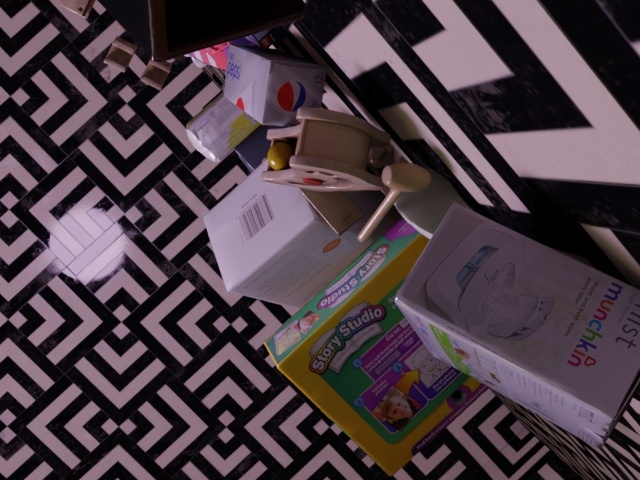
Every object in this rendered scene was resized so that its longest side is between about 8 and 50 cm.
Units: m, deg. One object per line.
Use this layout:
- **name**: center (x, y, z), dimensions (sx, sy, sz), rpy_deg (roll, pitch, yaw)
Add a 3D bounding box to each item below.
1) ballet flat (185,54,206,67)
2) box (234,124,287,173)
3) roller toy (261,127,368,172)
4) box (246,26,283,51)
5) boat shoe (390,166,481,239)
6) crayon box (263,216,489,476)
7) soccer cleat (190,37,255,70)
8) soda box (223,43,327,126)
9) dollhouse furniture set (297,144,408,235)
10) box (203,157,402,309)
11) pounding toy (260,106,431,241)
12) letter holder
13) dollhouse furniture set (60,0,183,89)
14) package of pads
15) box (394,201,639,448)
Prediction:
- **ballet flat**: center (-0.318, -0.494, 1.669), dimensions (0.400, 0.139, 0.139), rpy_deg (47, 178, 36)
- **box**: center (-0.024, -0.134, 1.798), dimensions (0.296, 0.183, 0.294), rpy_deg (47, 177, 8)
- **roller toy**: center (-0.007, -0.148, 1.544), dimensions (0.191, 0.146, 0.209), rpy_deg (40, -175, 30)
- **box**: center (-0.164, -0.405, 1.234), dimensions (0.159, 0.044, 0.233), rpy_deg (48, 178, -42)
- **boat shoe**: center (0.182, -0.011, 1.040), dimensions (0.227, 0.079, 0.081), rpy_deg (43, 172, 28)
- **crayon box**: center (0.144, 0.168, 1.317), dimensions (0.313, 0.363, 0.106), rpy_deg (48, 179, -22)
- **soccer cleat**: center (-0.231, -0.401, 1.405), dimensions (0.318, 0.108, 0.116), rpy_deg (36, -173, -39)
- **soda box**: center (-0.081, -0.252, 1.245), dimensions (0.091, 0.098, 0.286), rpy_deg (2, -162, -20)
- **dollhouse furniture set**: center (0.062, -0.082, 1.234), dimensions (0.144, 0.151, 0.123), rpy_deg (49, 179, 9)
- **box**: center (0.000, 0.000, 1.399), dimensions (0.345, 0.215, 0.168), rpy_deg (21, -142, -48)
- **pounding toy**: center (0.004, -0.086, 1.050), dimensions (0.154, 0.154, 0.270), rpy_deg (12, 175, -36)
- **letter holder**: center (-0.163, -0.362, 0.881), dimensions (0.302, 0.214, 0.152), rpy_deg (47, 147, 34)
- **dollhouse furniture set**: center (-0.368, -0.446, 1.524), dimensions (0.242, 0.212, 0.161), rpy_deg (26, -172, -18)
- **package of pads**: center (-0.184, -0.276, 1.667), dimensions (0.101, 0.229, 0.296), rpy_deg (48, 178, -13)
- **box**: center (0.226, 0.104, 0.830), dimensions (0.231, 0.126, 0.262), rpy_deg (27, 169, 25)
